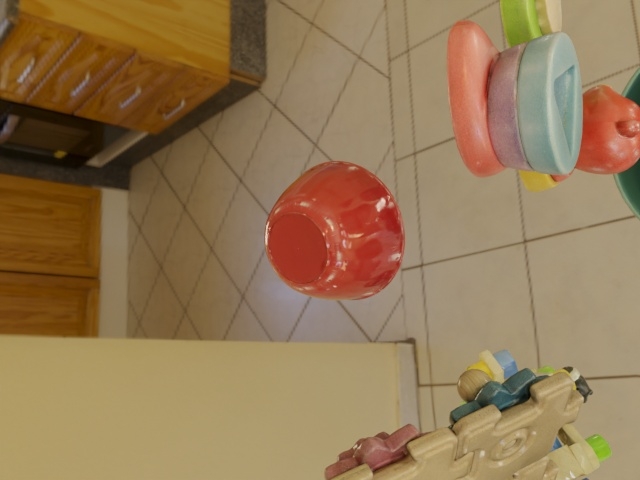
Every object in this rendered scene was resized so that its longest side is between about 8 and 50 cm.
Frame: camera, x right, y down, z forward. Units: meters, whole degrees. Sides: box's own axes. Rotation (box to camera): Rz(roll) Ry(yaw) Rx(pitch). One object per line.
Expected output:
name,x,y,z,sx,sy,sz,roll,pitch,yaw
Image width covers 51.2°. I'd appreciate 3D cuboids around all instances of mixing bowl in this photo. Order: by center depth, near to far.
mixing bowl,0.000,0.000,0.807,0.182,0.098,0.181,10,109,32

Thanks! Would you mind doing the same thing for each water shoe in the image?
water shoe,0.476,0.334,1.390,0.080,0.073,0.203,51,145,12

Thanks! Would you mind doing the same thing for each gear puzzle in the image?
gear puzzle,0.074,0.211,0.469,0.044,0.176,0.338,53,155,43

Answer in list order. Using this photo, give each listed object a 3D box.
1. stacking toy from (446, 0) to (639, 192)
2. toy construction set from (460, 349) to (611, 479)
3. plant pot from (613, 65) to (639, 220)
stacking toy,0.251,-0.193,0.694,0.131,0.309,0.279,0,93,34
toy construction set,0.260,0.255,0.856,0.151,0.327,0.215,-29,70,5
plant pot,0.542,-0.139,0.860,0.293,0.235,0.292,8,106,28
